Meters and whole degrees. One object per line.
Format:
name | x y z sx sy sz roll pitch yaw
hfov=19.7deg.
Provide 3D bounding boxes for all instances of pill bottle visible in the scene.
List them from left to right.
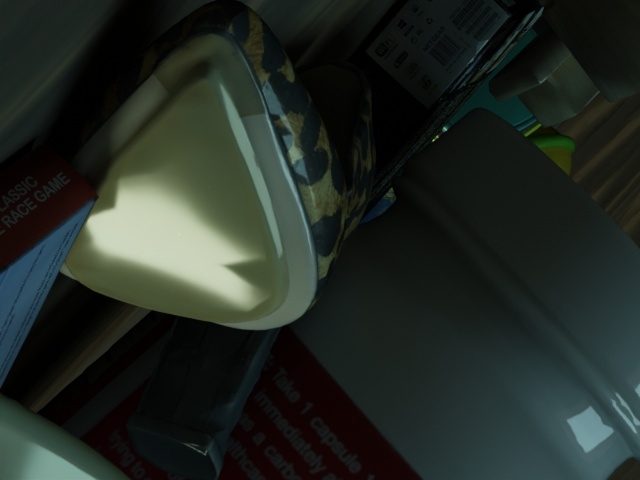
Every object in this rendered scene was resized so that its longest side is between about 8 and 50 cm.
pill bottle | -0.025 0.138 0.822 0.407 0.229 0.229 -42 174 -1

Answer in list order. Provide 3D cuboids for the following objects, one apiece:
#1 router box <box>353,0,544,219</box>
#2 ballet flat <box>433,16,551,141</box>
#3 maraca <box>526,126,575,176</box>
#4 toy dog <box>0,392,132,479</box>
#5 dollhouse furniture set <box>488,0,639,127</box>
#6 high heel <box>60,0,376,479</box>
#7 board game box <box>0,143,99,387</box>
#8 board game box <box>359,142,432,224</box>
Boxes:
router box | 0.039 -0.069 0.931 0.179 0.046 0.133 -49 175 21
ballet flat | 0.117 -0.115 1.096 0.231 0.077 0.077 -45 -169 -34
maraca | 0.127 -0.049 1.511 0.185 0.099 0.127 -14 160 -30
toy dog | -0.175 0.254 0.504 0.408 0.285 0.395 -31 167 8
dollhouse furniture set | 0.208 -0.235 0.762 0.303 0.174 0.355 -44 -172 -22
high heel | -0.019 -0.049 0.634 0.261 0.093 0.186 100 11 -60
board game box | -0.164 0.086 0.605 0.145 0.027 0.281 -44 174 -37
board game box | 0.000 0.000 1.102 0.201 0.035 0.136 -41 179 -45
